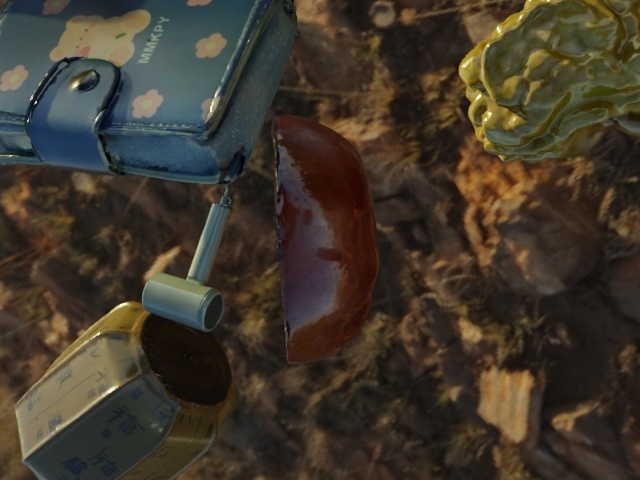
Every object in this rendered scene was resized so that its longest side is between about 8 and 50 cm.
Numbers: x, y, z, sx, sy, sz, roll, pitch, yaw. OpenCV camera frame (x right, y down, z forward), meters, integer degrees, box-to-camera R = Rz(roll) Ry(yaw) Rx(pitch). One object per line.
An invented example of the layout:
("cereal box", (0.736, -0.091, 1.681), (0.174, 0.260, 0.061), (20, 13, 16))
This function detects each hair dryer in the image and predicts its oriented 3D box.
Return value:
("hair dryer", (-0.102, 0.010, 0.906), (0.063, 0.038, 0.124), (16, 84, 23))

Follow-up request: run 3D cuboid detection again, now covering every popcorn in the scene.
("popcorn", (0.216, -0.155, 0.911), (0.194, 0.140, 0.163), (-8, 77, 25))

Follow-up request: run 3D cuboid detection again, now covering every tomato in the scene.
("tomato", (0.002, -0.002, 0.936), (0.085, 0.225, 0.224), (-5, 116, -3))

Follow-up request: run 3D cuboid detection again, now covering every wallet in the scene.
("wallet", (-0.124, -0.103, 0.672), (0.202, 0.141, 0.059), (7, 151, 23))

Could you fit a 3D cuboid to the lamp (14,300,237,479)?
("lamp", (-0.177, 0.151, 0.982), (0.185, 0.161, 0.161), (-40, 83, 26))
